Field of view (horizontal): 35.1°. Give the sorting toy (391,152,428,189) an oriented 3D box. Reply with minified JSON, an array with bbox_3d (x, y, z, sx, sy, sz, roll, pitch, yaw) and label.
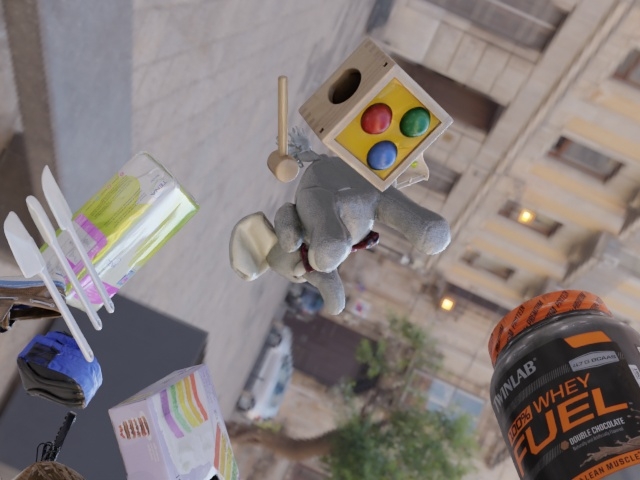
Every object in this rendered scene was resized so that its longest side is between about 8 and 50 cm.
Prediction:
[{"bbox_3d":[0.154,-0.135,1.796,0.083,0.045,0.075,-21,140,-32],"label":"sorting toy"}]

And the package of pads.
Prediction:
[{"bbox_3d":[-0.363,-0.010,1.798,0.296,0.101,0.229,-46,170,-5],"label":"package of pads"}]

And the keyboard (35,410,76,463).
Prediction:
[{"bbox_3d":[-0.463,0.370,1.695,0.100,0.038,0.192,129,-18,-65],"label":"keyboard"}]

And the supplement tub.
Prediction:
[{"bbox_3d":[0.326,0.234,1.189,0.338,0.207,0.207,-107,-149,-43],"label":"supplement tub"}]

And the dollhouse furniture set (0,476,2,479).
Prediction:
[{"bbox_3d":[-0.317,0.318,0.886,0.151,0.123,0.144,-25,134,-16],"label":"dollhouse furniture set"}]

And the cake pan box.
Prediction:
[{"bbox_3d":[-0.194,0.331,1.457,0.246,0.070,0.266,-13,88,-74],"label":"cake pan box"}]

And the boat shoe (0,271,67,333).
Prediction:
[{"bbox_3d":[-0.439,0.088,1.381,0.066,0.183,0.066,102,-26,-57],"label":"boat shoe"}]

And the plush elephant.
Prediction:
[{"bbox_3d":[0.000,0.000,1.729,0.272,0.330,0.255,-14,138,-37],"label":"plush elephant"}]

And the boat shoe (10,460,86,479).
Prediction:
[{"bbox_3d":[-0.373,0.362,1.236,0.123,0.123,0.342,-40,171,7],"label":"boat shoe"}]

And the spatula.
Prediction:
[{"bbox_3d":[-0.349,0.039,1.376,0.168,0.019,0.242,-85,159,-59],"label":"spatula"}]

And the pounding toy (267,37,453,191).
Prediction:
[{"bbox_3d":[0.026,-0.136,1.236,0.206,0.181,0.094,-45,-139,10],"label":"pounding toy"}]

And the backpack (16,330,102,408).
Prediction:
[{"bbox_3d":[-0.406,0.203,1.615,0.098,0.120,0.101,88,27,-48],"label":"backpack"}]
